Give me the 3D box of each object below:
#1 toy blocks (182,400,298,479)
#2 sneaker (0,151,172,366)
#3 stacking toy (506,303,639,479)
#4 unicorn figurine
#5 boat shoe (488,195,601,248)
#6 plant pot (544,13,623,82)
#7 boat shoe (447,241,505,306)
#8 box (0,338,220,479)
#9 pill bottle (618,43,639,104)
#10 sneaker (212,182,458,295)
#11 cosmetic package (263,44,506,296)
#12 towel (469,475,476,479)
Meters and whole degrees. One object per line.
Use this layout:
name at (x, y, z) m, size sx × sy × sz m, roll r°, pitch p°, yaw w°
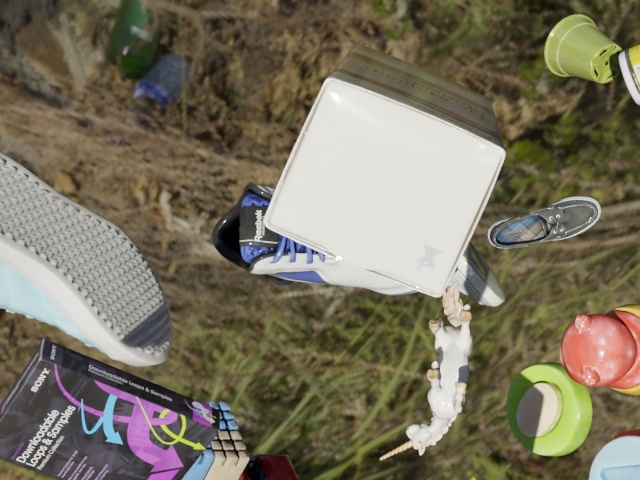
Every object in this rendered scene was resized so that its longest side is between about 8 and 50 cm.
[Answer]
toy blocks at (-0.190, 0.327, 1.530) m, size 0.381 × 0.261 × 0.190 m, roll 7°, pitch 35°, yaw -31°
sneaker at (-0.318, 0.030, 1.280) m, size 0.366 × 0.150 × 0.135 m, roll 47°, pitch 40°, yaw -36°
stacking toy at (0.342, 0.258, 1.502) m, size 0.130 × 0.279 × 0.308 m, roll 5°, pitch 63°, yaw -43°
unicorn figurine at (0.114, 0.129, 1.064) m, size 0.060 × 0.111 × 0.162 m, roll 22°, pitch 68°, yaw 16°
boat shoe at (0.277, -0.017, 1.418) m, size 0.040 × 0.142 × 0.049 m, roll -55°, pitch 128°, yaw -80°
plant pot at (0.341, -0.236, 1.456) m, size 0.083 × 0.083 × 0.079 m, roll 1°, pitch 25°, yaw -28°
boat shoe at (0.164, 0.023, 1.636) m, size 0.227 × 0.081 × 0.079 m, roll 43°, pitch 24°, yaw -12°
box at (-0.180, 0.156, 0.942) m, size 0.162 × 0.116 × 0.029 m, roll 26°, pitch 28°, yaw -20°
pill bottle at (0.392, -0.198, 1.258) m, size 0.065 × 0.116 × 0.065 m, roll 46°, pitch 34°, yaw -43°
sneaker at (-0.001, 0.000, 1.371) m, size 0.182 × 0.316 × 0.127 m, roll 11°, pitch 77°, yaw -61°
cosmetic package at (0.061, -0.074, 0.980) m, size 0.153 × 0.129 × 0.296 m, roll 23°, pitch 16°, yaw -2°
towel at (0.185, 0.325, 1.211) m, size 0.102 × 0.237 × 0.021 m, roll 31°, pitch 62°, yaw 20°
